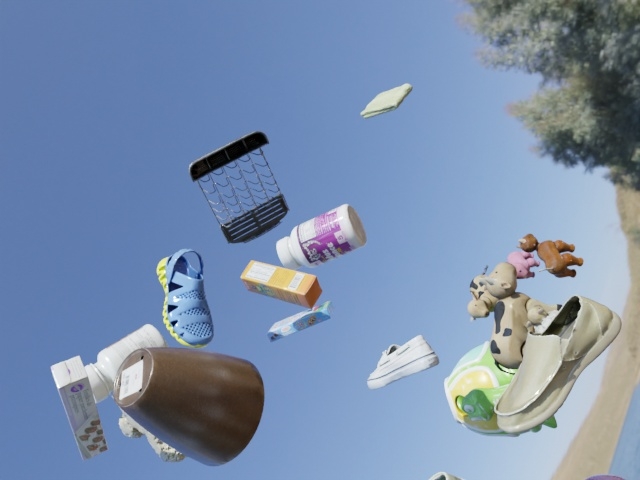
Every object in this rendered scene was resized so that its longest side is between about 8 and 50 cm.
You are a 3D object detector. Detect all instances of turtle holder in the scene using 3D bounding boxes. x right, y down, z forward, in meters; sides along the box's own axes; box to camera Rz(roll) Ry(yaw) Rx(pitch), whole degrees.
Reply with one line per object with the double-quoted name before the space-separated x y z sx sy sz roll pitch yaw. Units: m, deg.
"turtle holder" 0.431 0.383 1.450 0.320 0.228 0.243 -68 -44 -66

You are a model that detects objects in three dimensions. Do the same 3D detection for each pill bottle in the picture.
"pill bottle" -0.541 0.342 1.641 0.229 0.131 0.131 -32 -48 -32
"pill bottle" 0.000 0.000 2.142 0.169 0.302 0.169 53 -157 -33

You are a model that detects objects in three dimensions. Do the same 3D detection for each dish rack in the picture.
"dish rack" -0.193 -0.122 1.495 0.208 0.074 0.271 -29 -61 -12

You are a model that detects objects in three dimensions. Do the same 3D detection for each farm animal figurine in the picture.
"farm animal figurine" 0.424 0.142 1.329 0.330 0.172 0.326 115 161 -62

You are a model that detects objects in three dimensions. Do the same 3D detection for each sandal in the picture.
"sandal" -0.365 0.146 1.637 0.126 0.317 0.138 3 -40 -42

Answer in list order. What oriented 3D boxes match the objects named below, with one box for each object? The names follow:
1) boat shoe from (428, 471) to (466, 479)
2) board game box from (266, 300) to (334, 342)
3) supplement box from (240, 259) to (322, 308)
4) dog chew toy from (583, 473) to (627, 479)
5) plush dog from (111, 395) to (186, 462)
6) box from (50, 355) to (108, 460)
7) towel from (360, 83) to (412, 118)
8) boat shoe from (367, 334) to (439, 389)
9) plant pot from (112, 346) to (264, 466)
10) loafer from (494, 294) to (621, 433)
"boat shoe" 0.201 0.619 1.297 0.094 0.109 0.302 40 -86 -20
"board game box" -0.062 0.266 1.962 0.160 0.212 0.039 -39 -75 -83
"supplement box" -0.116 0.128 1.748 0.080 0.234 0.078 -57 -36 -30
"dog chew toy" 0.810 0.758 1.532 0.206 0.332 0.206 -53 4 6
"plush dog" -0.405 0.428 1.602 0.225 0.263 0.210 -36 -52 -42
"box" -0.543 0.389 1.351 0.063 0.067 0.323 -20 -39 -27
"towel" 0.190 -0.404 1.725 0.027 0.148 0.110 51 -120 -26
"boat shoe" 0.172 0.263 1.292 0.083 0.226 0.075 -10 -109 -39
"plant pot" -0.261 0.290 1.115 0.230 0.215 0.215 36 -107 -42
"loafer" 0.368 0.194 0.966 0.268 0.092 0.102 -46 5 -9
